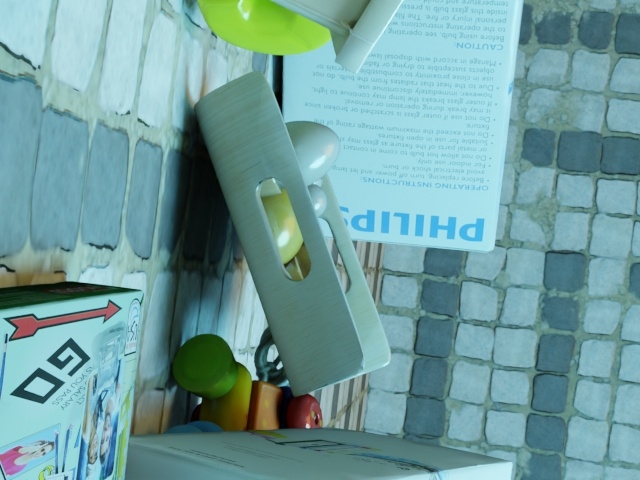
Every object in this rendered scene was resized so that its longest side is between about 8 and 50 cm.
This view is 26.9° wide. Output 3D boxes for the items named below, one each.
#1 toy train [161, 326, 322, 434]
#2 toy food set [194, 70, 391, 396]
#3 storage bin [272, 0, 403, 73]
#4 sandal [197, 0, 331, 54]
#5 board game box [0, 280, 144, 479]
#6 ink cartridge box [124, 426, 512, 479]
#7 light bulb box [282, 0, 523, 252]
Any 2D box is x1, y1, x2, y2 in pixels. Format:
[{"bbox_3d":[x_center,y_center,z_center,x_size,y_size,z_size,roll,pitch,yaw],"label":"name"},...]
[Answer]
[{"bbox_3d":[-0.068,0.115,1.032,0.143,0.105,0.248,59,30,-50],"label":"toy train"},{"bbox_3d":[0.000,0.000,1.046,0.306,0.092,0.220,29,41,-81],"label":"toy food set"},{"bbox_3d":[0.015,-0.261,0.576,0.262,0.123,0.260,-56,-156,29],"label":"storage bin"},{"bbox_3d":[-0.034,-0.269,0.835,0.317,0.126,0.138,98,-5,-54],"label":"sandal"},{"bbox_3d":[-0.147,0.129,0.565,0.317,0.046,0.214,-4,100,-82],"label":"board game box"},{"bbox_3d":[-0.010,0.218,0.862,0.232,0.168,0.171,7,89,-51],"label":"ink cartridge box"},{"bbox_3d":[0.094,-0.237,1.375,0.358,0.225,0.361,-75,168,-54],"label":"light bulb box"}]
